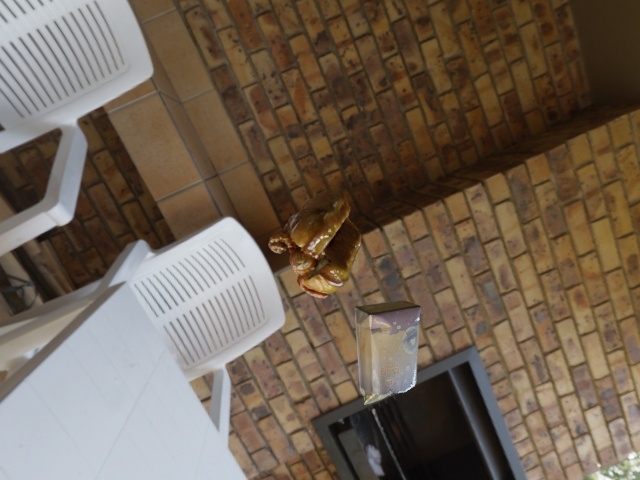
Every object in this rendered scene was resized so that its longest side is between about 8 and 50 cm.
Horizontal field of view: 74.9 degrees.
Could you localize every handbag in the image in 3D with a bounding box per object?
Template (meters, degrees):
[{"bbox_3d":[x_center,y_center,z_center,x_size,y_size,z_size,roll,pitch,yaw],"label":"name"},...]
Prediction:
[{"bbox_3d":[0.117,0.198,0.750,0.095,0.117,0.173,-170,-101,-65],"label":"handbag"}]

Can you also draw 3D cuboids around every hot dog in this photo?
[{"bbox_3d":[0.000,0.000,0.814,0.349,0.117,0.158,-58,127,-71],"label":"hot dog"}]
